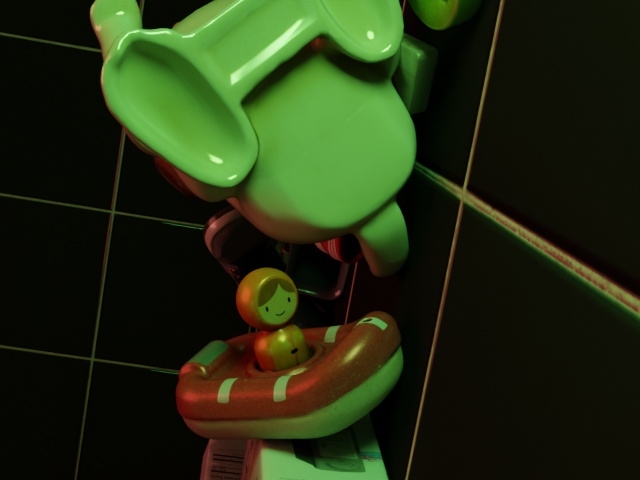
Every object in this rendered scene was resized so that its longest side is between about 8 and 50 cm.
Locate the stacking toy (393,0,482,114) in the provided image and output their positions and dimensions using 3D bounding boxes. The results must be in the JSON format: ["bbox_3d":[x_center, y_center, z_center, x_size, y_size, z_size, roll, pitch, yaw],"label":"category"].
[{"bbox_3d":[0.116,-0.304,1.005,0.309,0.130,0.280,106,145,-63],"label":"stacking toy"}]

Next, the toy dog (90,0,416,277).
[{"bbox_3d":[-0.060,-0.155,1.119,0.284,0.395,0.408,-49,20,-7],"label":"toy dog"}]

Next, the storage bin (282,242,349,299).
[{"bbox_3d":[0.000,0.000,1.464,0.091,0.098,0.135,-71,-7,-65],"label":"storage bin"}]

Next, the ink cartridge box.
[{"bbox_3d":[-0.017,0.303,1.001,0.306,0.131,0.226,-111,30,-75],"label":"ink cartridge box"}]

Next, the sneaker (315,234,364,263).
[{"bbox_3d":[0.051,-0.076,1.249,0.128,0.087,0.221,-139,51,-67],"label":"sneaker"}]

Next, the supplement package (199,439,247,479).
[{"bbox_3d":[-0.123,0.432,1.645,0.194,0.149,0.203,113,164,-64],"label":"supplement package"}]

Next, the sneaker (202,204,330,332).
[{"bbox_3d":[-0.074,0.072,1.526,0.178,0.123,0.295,57,179,26],"label":"sneaker"}]

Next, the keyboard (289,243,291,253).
[{"bbox_3d":[-0.034,0.022,1.754,0.201,0.033,0.317,109,158,-59],"label":"keyboard"}]

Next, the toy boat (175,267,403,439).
[{"bbox_3d":[-0.037,0.098,0.992,0.151,0.231,0.151,-41,-61,-58],"label":"toy boat"}]
